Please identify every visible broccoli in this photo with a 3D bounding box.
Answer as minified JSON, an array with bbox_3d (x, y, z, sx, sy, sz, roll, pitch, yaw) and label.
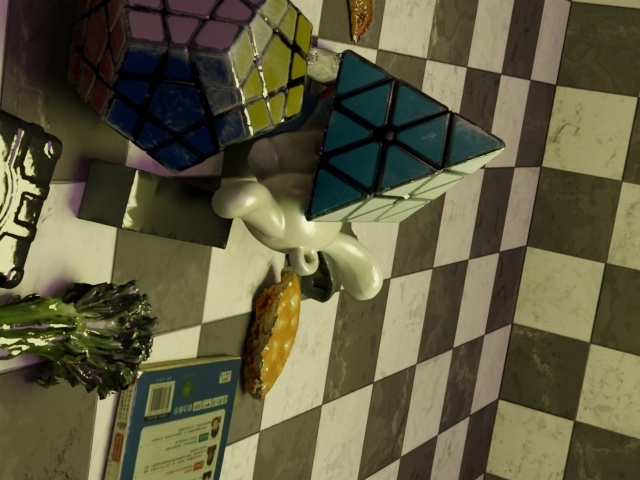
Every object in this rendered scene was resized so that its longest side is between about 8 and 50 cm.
[{"bbox_3d":[-0.351,0.120,1.353,0.304,0.145,0.165,10,89,-50],"label":"broccoli"}]

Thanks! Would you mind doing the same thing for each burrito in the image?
[{"bbox_3d":[-0.003,-0.314,1.872,0.203,0.064,0.064,10,93,-63],"label":"burrito"}]

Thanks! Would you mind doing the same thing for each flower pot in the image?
[{"bbox_3d":[0.000,0.000,1.972,0.108,0.103,0.229,-50,144,-40],"label":"flower pot"}]

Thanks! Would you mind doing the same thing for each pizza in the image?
[{"bbox_3d":[-0.088,0.166,1.927,0.127,0.058,0.246,-15,117,-61],"label":"pizza"}]

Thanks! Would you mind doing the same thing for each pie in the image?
[{"bbox_3d":[0.075,-0.469,1.980,0.088,0.033,0.191,-57,147,-40],"label":"pie"}]

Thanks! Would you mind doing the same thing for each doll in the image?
[{"bbox_3d":[-0.024,-0.118,1.693,0.376,0.187,0.366,55,29,-59],"label":"doll"}]

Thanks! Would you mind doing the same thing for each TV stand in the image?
[{"bbox_3d":[-0.227,-0.048,1.544,0.269,0.082,0.088,13,89,-64],"label":"TV stand"}]

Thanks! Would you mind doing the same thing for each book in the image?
[{"bbox_3d":[-0.255,0.404,1.740,0.300,0.039,0.428,4,98,-62],"label":"book"}]

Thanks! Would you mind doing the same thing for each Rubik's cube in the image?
[{"bbox_3d":[0.102,-0.127,1.629,0.229,0.233,0.228,-62,-160,16],"label":"Rubik's cube"},{"bbox_3d":[-0.167,-0.241,1.367,0.264,0.319,0.319,-87,170,-51],"label":"Rubik's cube"}]

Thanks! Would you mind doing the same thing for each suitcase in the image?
[{"bbox_3d":[-0.419,-0.066,1.189,0.285,0.066,0.206,27,78,-62],"label":"suitcase"}]

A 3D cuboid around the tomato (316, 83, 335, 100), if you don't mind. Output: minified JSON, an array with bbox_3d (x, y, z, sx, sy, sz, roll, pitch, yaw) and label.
[{"bbox_3d":[0.060,-0.204,1.935,0.167,0.167,0.167,-35,132,-52],"label":"tomato"}]
